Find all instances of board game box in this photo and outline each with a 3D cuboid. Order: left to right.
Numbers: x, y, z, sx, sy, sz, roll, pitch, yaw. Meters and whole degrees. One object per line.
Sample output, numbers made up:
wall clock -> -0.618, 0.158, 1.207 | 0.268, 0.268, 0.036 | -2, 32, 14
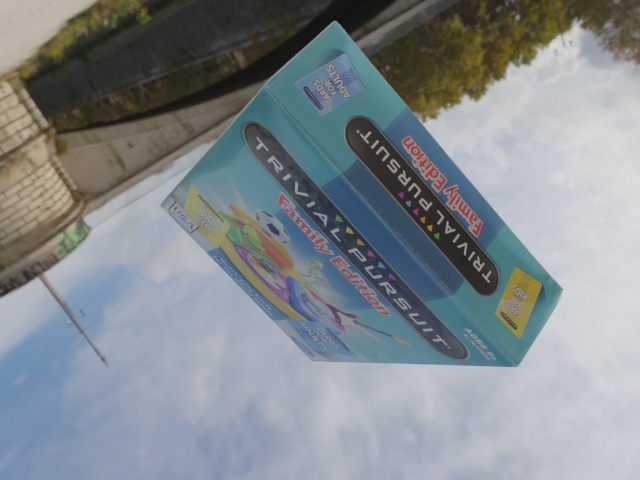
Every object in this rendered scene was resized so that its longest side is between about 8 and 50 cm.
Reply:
board game box -> 0.000, 0.000, 0.541 | 0.079, 0.254, 0.336 | -48, -168, -24
